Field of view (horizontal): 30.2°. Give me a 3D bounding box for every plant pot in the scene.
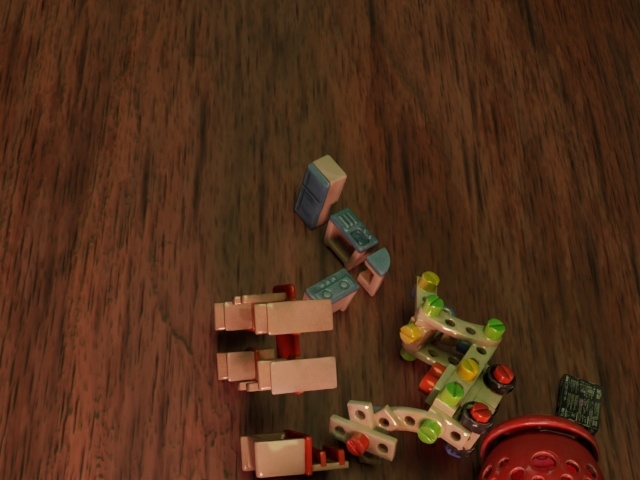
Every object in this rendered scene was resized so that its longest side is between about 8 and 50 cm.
[{"bbox_3d":[0.307,0.347,1.645,0.191,0.191,0.174,14,49,-6],"label":"plant pot"}]

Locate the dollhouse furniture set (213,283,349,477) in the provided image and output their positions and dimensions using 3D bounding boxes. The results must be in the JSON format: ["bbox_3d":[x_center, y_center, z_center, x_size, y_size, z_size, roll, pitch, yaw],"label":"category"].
[{"bbox_3d":[-0.044,0.190,1.643,0.135,0.262,0.259,-3,88,-21],"label":"dollhouse furniture set"}]

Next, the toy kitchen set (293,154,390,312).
[{"bbox_3d":[0.000,0.000,1.864,0.166,0.122,0.207,-28,65,-31],"label":"toy kitchen set"}]

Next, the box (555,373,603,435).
[{"bbox_3d":[0.404,0.255,1.852,0.067,0.018,0.083,19,51,-2],"label":"box"}]

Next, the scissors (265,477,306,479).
[{"bbox_3d":[0.054,0.386,1.649,0.297,0.021,0.109,5,53,-12],"label":"scissors"}]

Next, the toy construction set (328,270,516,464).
[{"bbox_3d":[0.161,0.203,1.736,0.215,0.151,0.328,33,52,9],"label":"toy construction set"}]
